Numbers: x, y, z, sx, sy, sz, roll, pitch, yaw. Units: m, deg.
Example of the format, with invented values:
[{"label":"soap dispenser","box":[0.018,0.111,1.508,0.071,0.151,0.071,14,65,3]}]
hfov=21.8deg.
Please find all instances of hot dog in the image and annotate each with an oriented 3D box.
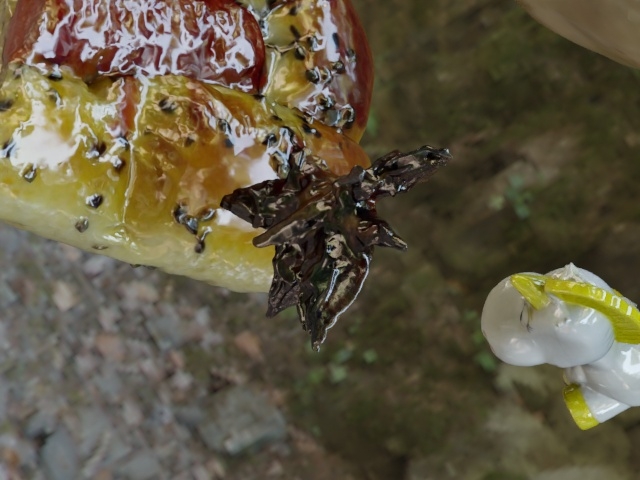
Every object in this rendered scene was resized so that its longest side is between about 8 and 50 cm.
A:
[{"label":"hot dog","box":[-0.113,-0.128,1.416,0.365,0.196,0.367,25,58,-30]}]

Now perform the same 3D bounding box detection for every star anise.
[{"label":"star anise","box":[0.003,0.001,1.190,0.053,0.212,0.157,16,84,-46]}]

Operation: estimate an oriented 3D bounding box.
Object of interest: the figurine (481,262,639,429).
[{"label":"figurine","box":[0.185,0.061,1.171,0.178,0.130,0.109,36,71,-32]}]

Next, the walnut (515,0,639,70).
[{"label":"walnut","box":[0.190,-0.239,0.674,0.381,0.381,0.381,48,22,-26]}]
